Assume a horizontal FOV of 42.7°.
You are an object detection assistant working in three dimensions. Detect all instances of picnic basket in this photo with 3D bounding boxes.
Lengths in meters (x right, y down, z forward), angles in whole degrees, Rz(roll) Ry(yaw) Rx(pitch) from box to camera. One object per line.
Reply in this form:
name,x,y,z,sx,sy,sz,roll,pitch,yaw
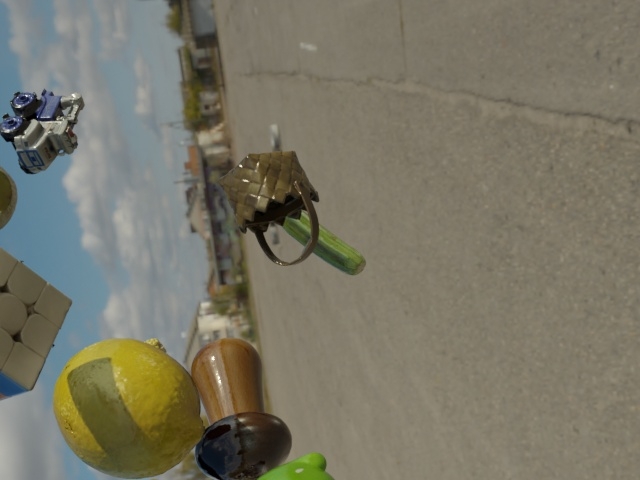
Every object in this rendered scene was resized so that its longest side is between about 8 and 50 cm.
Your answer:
picnic basket,-0.064,-0.046,1.298,0.128,0.138,0.178,-43,69,38

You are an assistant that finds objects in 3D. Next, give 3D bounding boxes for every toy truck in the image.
toy truck,-0.701,-0.282,2.108,0.161,0.177,0.213,77,-165,-49

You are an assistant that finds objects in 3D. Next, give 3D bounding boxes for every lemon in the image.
lemon,-0.335,0.290,1.422,0.263,0.236,0.236,8,109,49

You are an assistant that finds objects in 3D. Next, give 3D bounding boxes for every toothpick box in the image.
toothpick box,-0.171,0.346,1.652,0.294,0.192,0.192,-111,13,-44

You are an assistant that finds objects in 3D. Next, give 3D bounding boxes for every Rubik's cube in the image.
Rubik's cube,-0.873,0.221,2.096,0.292,0.290,0.291,43,-138,-32

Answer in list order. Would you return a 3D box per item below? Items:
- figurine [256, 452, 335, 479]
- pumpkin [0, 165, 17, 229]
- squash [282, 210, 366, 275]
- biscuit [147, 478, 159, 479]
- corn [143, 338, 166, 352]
figurine,-0.069,0.448,1.252,0.162,0.263,0.143,51,-177,30
pumpkin,-0.877,-0.122,2.079,0.110,0.217,0.217,-31,65,59
squash,0.000,0.000,1.810,0.229,0.066,0.066,35,155,18
biscuit,-0.281,0.563,1.628,0.153,0.234,0.030,-54,26,1
corn,-0.464,0.323,1.899,0.081,0.248,0.081,51,170,13
